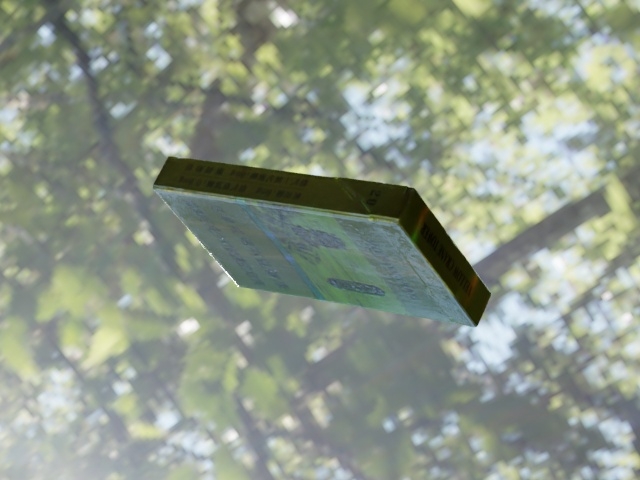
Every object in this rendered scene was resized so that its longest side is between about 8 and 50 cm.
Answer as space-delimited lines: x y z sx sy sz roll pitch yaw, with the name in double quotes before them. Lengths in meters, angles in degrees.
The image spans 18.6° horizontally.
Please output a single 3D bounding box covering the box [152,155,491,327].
"box" 0.000 0.000 1.234 0.121 0.193 0.030 51 -124 -46
